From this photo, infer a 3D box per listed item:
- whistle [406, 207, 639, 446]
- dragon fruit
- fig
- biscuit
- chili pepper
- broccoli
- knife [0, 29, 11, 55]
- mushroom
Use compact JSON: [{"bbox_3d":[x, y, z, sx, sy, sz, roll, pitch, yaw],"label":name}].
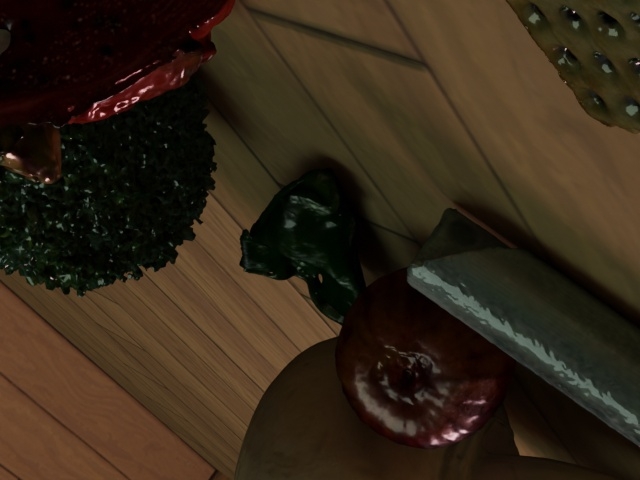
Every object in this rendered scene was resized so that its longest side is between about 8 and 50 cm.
[{"bbox_3d":[0.191,0.088,0.913,0.312,0.062,0.062,36,166,3],"label":"whistle"},{"bbox_3d":[-0.132,-0.102,0.808,0.092,0.192,0.122,29,152,55],"label":"dragon fruit"},{"bbox_3d":[0.070,0.082,1.051,0.128,0.128,0.150,35,165,5],"label":"fig"},{"bbox_3d":[0.148,-0.072,0.581,0.203,0.016,0.144,20,159,51],"label":"biscuit"},{"bbox_3d":[-0.001,0.003,1.104,0.108,0.062,0.216,28,165,5],"label":"chili pepper"},{"bbox_3d":[-0.180,-0.077,1.050,0.194,0.194,0.220,28,131,30],"label":"broccoli"},{"bbox_3d":[-0.241,-0.144,1.240,0.089,0.043,0.365,5,172,-17],"label":"knife"},{"bbox_3d":[0.075,0.243,1.162,0.356,0.315,0.315,51,178,39],"label":"mushroom"}]
